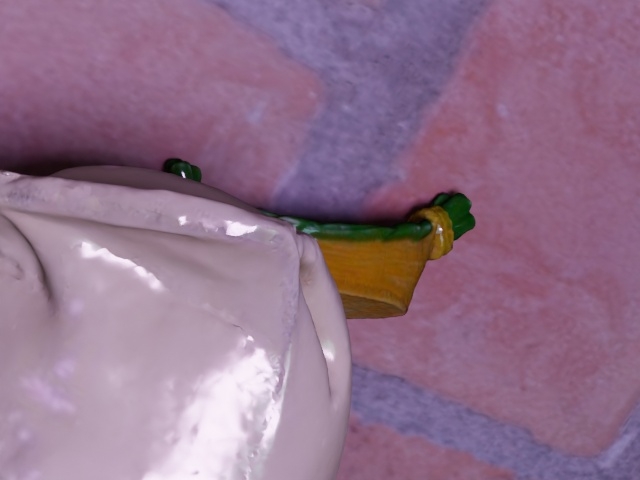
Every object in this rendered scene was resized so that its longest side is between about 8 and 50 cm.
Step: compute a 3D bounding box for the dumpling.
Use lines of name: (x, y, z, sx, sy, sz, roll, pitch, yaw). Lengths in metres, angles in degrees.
dumpling: (-0.141, 0.095, 1.012, 0.233, 0.315, 0.395, -59, 162, -44)

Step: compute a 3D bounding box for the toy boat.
toy boat: (0.000, 0.000, 1.129, 0.229, 0.089, 0.088, 8, 72, -30)
